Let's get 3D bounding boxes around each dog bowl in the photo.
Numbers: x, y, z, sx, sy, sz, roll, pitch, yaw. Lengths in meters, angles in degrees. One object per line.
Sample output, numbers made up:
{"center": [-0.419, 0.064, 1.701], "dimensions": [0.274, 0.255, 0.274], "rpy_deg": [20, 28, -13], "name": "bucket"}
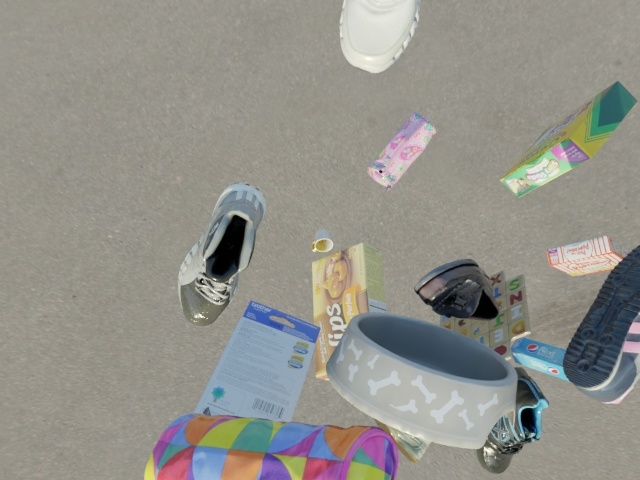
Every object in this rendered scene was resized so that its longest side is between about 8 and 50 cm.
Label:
{"center": [0.188, 0.231, 0.925], "dimensions": [0.348, 0.349, 0.102], "rpy_deg": [15, 98, 9], "name": "dog bowl"}

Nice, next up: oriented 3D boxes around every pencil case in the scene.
{"center": [0.289, -0.320, 1.830], "dimensions": [0.124, 0.124, 0.284], "rpy_deg": [40, 90, 13], "name": "pencil case"}
{"center": [-0.047, 0.205, 0.447], "dimensions": [0.236, 0.104, 0.104], "rpy_deg": [-10, 72, 37], "name": "pencil case"}

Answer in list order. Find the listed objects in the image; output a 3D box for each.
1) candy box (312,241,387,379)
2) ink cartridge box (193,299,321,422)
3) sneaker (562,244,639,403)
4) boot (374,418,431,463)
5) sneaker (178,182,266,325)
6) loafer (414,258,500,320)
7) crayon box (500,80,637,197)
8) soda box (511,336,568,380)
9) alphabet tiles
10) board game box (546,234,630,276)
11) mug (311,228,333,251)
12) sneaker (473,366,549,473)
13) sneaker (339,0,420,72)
{"center": [0.074, 0.183, 1.301], "dimensions": [0.183, 0.087, 0.316], "rpy_deg": [-24, 58, 38], "name": "candy box"}
{"center": [-0.127, 0.287, 1.088], "dimensions": [0.185, 0.065, 0.311], "rpy_deg": [20, 48, 2], "name": "ink cartridge box"}
{"center": [0.548, 0.139, 0.886], "dimensions": [0.131, 0.112, 0.319], "rpy_deg": [39, 88, -30], "name": "sneaker"}
{"center": [0.292, 0.604, 1.701], "dimensions": [0.165, 0.077, 0.213], "rpy_deg": [-37, 74, -25], "name": "boot"}
{"center": [-0.142, 0.041, 0.672], "dimensions": [0.086, 0.132, 0.229], "rpy_deg": [19, 111, -12], "name": "sneaker"}
{"center": [0.273, 0.102, 0.947], "dimensions": [0.109, 0.302, 0.095], "rpy_deg": [-40, 65, 21], "name": "loafer"}
{"center": [0.827, -0.330, 1.728], "dimensions": [0.313, 0.363, 0.106], "rpy_deg": [-43, 89, -21], "name": "crayon box"}
{"center": [0.724, 0.379, 1.635], "dimensions": [0.067, 0.071, 0.210], "rpy_deg": [-45, 32, -23], "name": "soda box"}
{"center": [0.448, 0.227, 1.428], "dimensions": [0.285, 0.342, 0.011], "rpy_deg": [-33, 111, 34], "name": "alphabet tiles"}
{"center": [0.689, 0.044, 1.303], "dimensions": [0.146, 0.193, 0.045], "rpy_deg": [-20, 65, 40], "name": "board game box"}
{"center": [0.001, -0.003, 1.748], "dimensions": [0.078, 0.062, 0.064], "rpy_deg": [-14, 44, 6], "name": "mug"}
{"center": [0.520, 0.525, 1.405], "dimensions": [0.125, 0.139, 0.341], "rpy_deg": [-1, 112, -18], "name": "sneaker"}
{"center": [0.095, -0.366, 0.653], "dimensions": [0.110, 0.118, 0.292], "rpy_deg": [18, 92, 6], "name": "sneaker"}
